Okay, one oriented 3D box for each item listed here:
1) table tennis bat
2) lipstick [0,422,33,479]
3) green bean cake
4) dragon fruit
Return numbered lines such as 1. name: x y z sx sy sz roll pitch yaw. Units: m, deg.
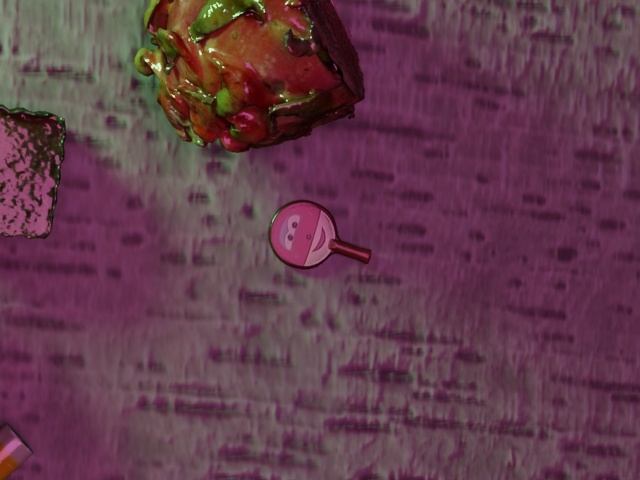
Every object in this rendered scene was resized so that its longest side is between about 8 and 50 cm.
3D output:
1. table tennis bat: 0.000 0.000 2.040 0.154 0.019 0.098 19 88 -14
2. lipstick: -0.500 0.351 1.898 0.264 0.059 0.059 -42 104 -10
3. green bean cake: -0.432 -0.096 1.867 0.181 0.094 0.173 6 93 -17
4. dragon fruit: -0.113 -0.257 1.871 0.263 0.314 0.296 -23 77 12
